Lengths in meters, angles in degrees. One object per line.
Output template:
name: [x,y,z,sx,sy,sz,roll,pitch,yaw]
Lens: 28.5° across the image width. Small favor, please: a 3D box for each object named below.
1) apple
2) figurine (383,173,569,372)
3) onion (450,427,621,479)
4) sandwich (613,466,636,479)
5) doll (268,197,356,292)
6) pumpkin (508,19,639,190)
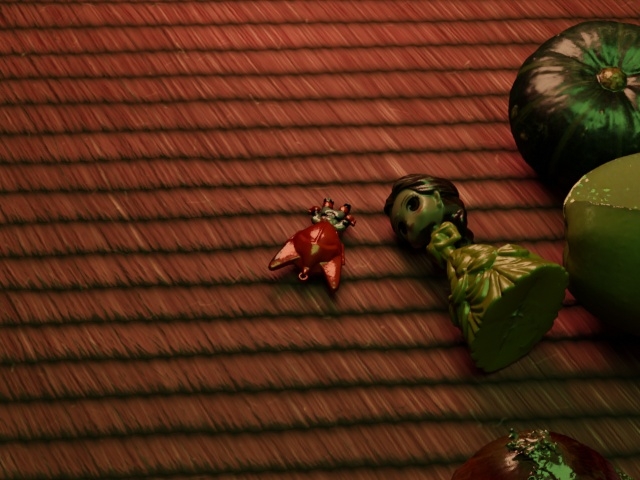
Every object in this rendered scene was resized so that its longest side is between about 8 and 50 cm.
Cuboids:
apple: [0.474,0.021,1.791,0.258,0.233,0.295,2,24,11]
figurine: [0.198,0.017,1.842,0.168,0.187,0.315,-27,50,-17]
onion: [0.281,0.314,1.597,0.230,0.163,0.230,6,30,-4]
sandwich: [0.404,0.347,1.673,0.069,0.026,0.101,-2,52,-3]
doll: [0.000,0.000,1.898,0.109,0.057,0.169,19,54,8]
pumpkin: [0.445,-0.204,1.994,0.300,0.207,0.300,0,67,0]
